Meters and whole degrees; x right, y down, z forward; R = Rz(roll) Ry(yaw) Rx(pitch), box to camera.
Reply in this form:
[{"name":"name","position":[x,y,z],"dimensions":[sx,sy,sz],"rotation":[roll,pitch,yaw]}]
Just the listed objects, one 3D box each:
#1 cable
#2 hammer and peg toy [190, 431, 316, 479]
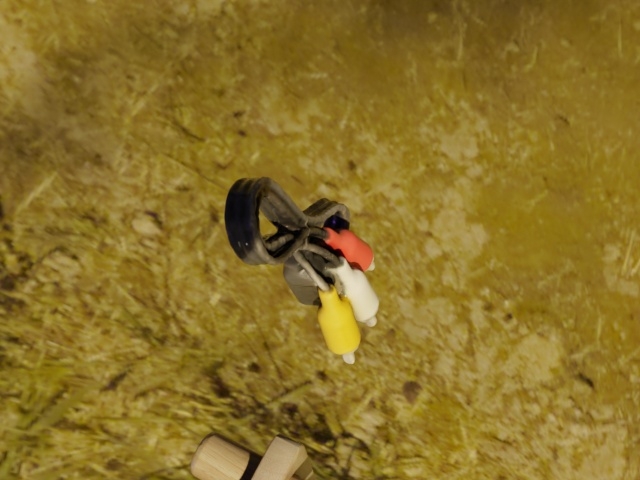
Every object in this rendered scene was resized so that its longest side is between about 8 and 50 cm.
[{"name":"cable","position":[0.000,0.000,0.833],"dimensions":[0.072,0.287,0.139],"rotation":[4,68,15]},{"name":"hammer and peg toy","position":[-0.069,0.305,0.841],"dimensions":[0.127,0.361,0.266],"rotation":[25,72,13]}]
